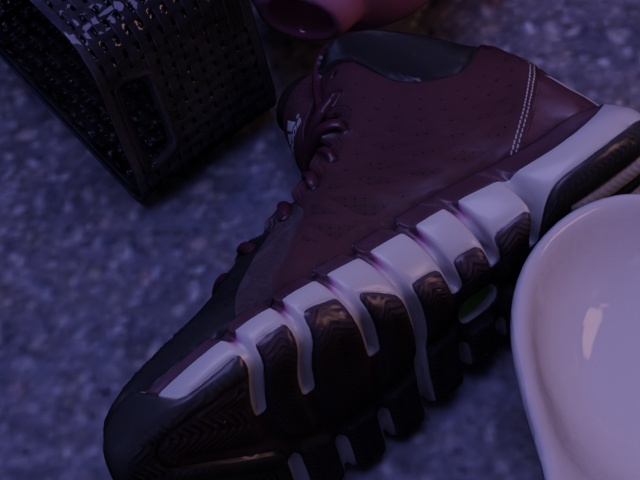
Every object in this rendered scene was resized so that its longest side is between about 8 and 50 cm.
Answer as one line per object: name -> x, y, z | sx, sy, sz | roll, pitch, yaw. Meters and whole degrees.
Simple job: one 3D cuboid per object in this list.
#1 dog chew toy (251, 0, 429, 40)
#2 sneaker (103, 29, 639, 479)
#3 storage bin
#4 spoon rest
dog chew toy -> 0.032, -0.248, 0.957 | 0.206, 0.206, 0.332 | 10, 66, 17
sneaker -> 0.000, 0.000, 0.858 | 0.281, 0.106, 0.162 | -30, 49, -21
storage bin -> -0.112, -0.122, 0.937 | 0.084, 0.122, 0.180 | -37, 57, -14
spoon rest -> 0.118, 0.099, 0.758 | 0.137, 0.084, 0.276 | 23, 64, 0
